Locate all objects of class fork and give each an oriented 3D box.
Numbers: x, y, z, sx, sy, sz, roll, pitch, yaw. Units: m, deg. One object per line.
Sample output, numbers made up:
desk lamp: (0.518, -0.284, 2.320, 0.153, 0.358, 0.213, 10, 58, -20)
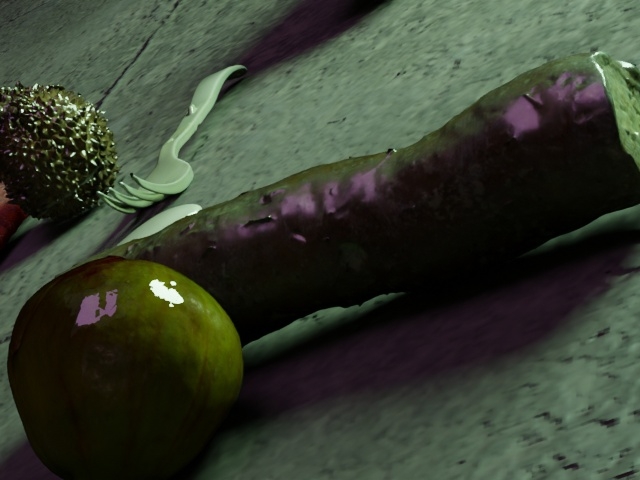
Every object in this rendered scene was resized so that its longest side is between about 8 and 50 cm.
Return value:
fork: (-0.073, -0.057, 0.968, 0.034, 0.028, 0.219, -31, 12, 22)

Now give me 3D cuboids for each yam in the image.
yam: (0.000, 0.000, 0.630, 0.253, 0.061, 0.061, -21, 20, 29)

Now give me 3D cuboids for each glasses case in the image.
glasses case: (-0.081, 0.010, 0.789, 0.032, 0.021, 0.083, -14, 24, 43)

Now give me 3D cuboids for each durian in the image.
durian: (-0.151, -0.051, 0.959, 0.080, 0.091, 0.080, -24, 46, 28)

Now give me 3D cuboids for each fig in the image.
fig: (-0.067, 0.054, 0.588, 0.084, 0.082, 0.098, -7, 65, 20)

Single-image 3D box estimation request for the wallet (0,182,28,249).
wallet: (-0.218, 0.017, 0.989, 0.103, 0.020, 0.196, -23, 19, 23)
